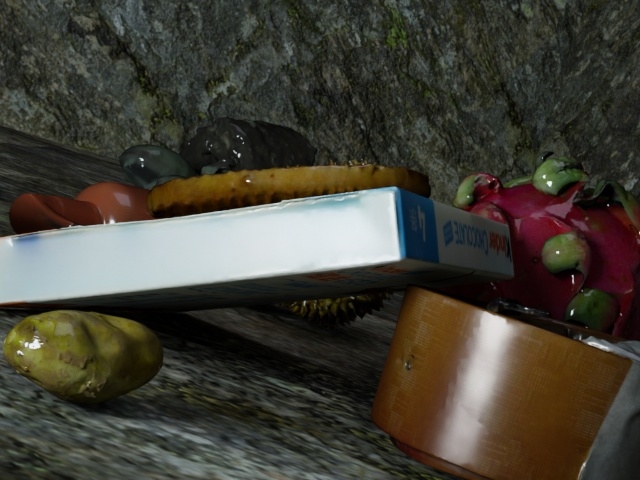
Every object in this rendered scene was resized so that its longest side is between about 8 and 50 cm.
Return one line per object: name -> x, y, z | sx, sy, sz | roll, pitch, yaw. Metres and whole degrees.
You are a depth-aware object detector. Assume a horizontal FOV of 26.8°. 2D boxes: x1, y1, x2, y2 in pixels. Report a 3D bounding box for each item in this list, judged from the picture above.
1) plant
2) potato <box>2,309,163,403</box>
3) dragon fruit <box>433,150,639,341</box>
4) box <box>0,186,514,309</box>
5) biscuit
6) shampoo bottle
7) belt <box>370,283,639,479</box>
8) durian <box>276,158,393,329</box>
plant -> -0.118, -0.034, 1.311 | 0.146, 0.149, 0.274 | -30, -7, 33
potato -> -0.108, 0.056, 0.630 | 0.092, 0.045, 0.046 | 18, 39, -57
dragon fruit -> 0.184, 0.052, 1.074 | 0.273, 0.198, 0.218 | 47, 24, -45
box -> -0.032, 0.013, 0.872 | 0.265, 0.048, 0.273 | -6, -6, 19
biscuit -> -0.021, -0.025, 0.881 | 0.188, 0.027, 0.188 | -2, -5, 0
shampoo bottle -> -0.147, -0.002, 1.075 | 0.085, 0.085, 0.244 | 20, 5, 33
belt -> 0.133, 0.094, 0.823 | 0.184, 0.105, 0.261 | 17, 0, 14
durian -> 0.000, 0.000, 1.215 | 0.158, 0.168, 0.137 | 16, 35, 27
